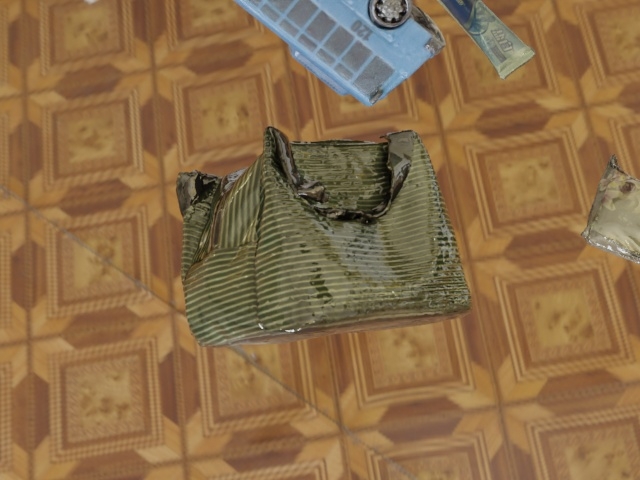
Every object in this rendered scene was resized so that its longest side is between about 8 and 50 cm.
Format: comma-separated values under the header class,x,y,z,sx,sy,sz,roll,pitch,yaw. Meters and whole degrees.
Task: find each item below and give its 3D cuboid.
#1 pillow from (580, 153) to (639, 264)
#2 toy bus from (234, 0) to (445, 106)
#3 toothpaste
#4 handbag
class,x,y,z,sx,sy,sz,roll,pitch,yaw
pillow,0.508,-0.011,1.635,0.255,0.059,0.169,25,67,-6
toy bus,0.006,-0.250,1.149,0.133,0.234,0.116,-46,23,17
toothpaste,0.215,-0.361,1.689,0.268,0.047,0.069,50,39,8
handbag,0.000,0.000,1.318,0.340,0.247,0.240,-5,81,-40
